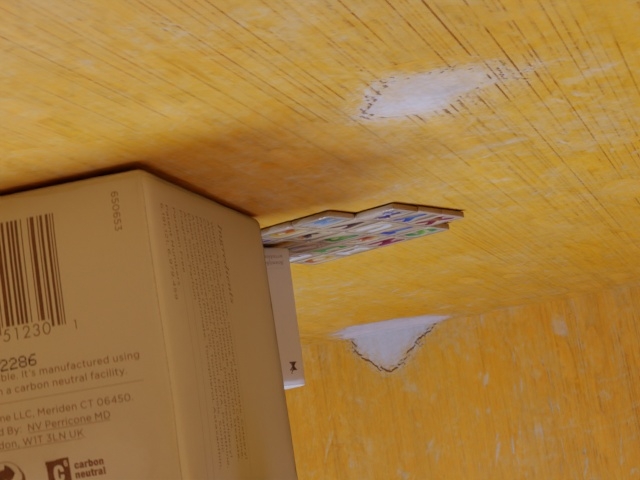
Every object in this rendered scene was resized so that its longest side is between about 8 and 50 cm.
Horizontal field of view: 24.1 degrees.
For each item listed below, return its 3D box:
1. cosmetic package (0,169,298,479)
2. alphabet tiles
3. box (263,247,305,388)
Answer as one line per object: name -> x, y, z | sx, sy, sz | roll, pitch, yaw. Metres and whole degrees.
cosmetic package -> -0.245, 0.136, 1.579 | 0.329, 0.327, 0.393 | -12, 171, 13
alphabet tiles -> 0.000, 0.000, 1.955 | 0.342, 0.011, 0.285 | -15, 169, 33
box -> -0.132, 0.109, 1.898 | 0.181, 0.182, 0.119 | -1, 169, -35
